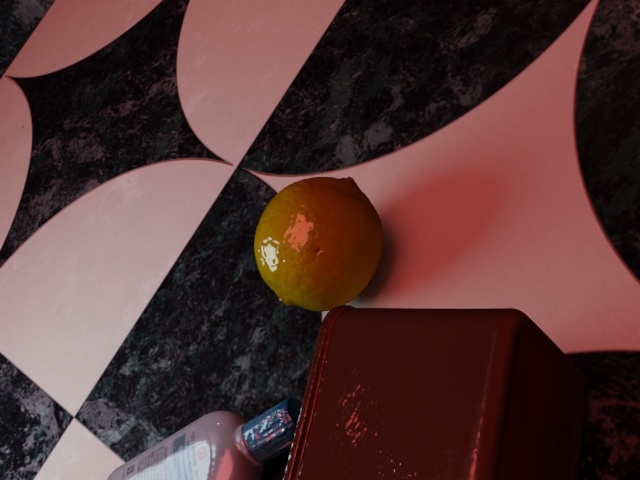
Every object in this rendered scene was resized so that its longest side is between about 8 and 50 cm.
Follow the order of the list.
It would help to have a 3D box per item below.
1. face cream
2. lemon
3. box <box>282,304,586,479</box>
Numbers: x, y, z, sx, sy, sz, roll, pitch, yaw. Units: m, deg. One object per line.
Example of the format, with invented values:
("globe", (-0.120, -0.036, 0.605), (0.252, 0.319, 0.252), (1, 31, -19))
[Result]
("face cream", (-0.158, 0.317, 1.436), (0.337, 0.080, 0.163), (-33, 44, 19))
("lemon", (0.000, 0.000, 1.453), (0.178, 0.178, 0.203), (16, 74, 46))
("box", (0.128, 0.253, 1.123), (0.229, 0.239, 0.339), (-5, 58, 35))
